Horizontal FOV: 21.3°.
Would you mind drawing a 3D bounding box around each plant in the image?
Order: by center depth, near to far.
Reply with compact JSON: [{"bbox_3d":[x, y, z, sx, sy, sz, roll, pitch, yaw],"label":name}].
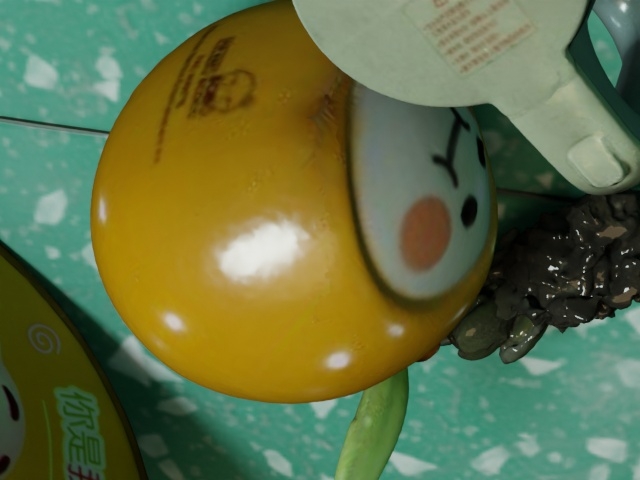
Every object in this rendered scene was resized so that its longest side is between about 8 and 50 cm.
[{"bbox_3d":[0.117,0.023,0.924,0.174,0.087,0.085,-23,140,31],"label":"plant"}]

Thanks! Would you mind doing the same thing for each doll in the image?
[{"bbox_3d":[0.000,0.000,0.861,0.213,0.213,0.236,-14,131,23],"label":"doll"}]

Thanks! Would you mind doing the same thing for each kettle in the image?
[{"bbox_3d":[0.081,-0.139,0.717,0.160,0.243,0.210,-27,115,28],"label":"kettle"}]

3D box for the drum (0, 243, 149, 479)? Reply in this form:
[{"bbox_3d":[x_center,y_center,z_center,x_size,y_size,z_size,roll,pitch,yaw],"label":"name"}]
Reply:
[{"bbox_3d":[-0.312,0.163,0.915,0.431,0.431,0.214,41,124,-14],"label":"drum"}]
